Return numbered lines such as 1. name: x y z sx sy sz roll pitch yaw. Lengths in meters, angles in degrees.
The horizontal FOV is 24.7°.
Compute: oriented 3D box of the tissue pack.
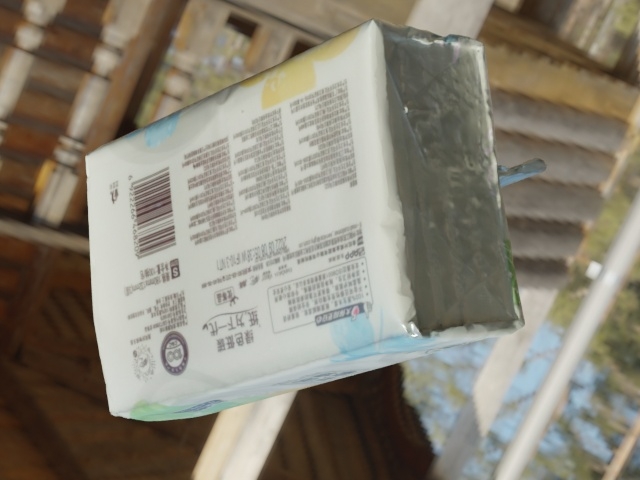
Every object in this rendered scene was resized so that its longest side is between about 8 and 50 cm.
1. tissue pack: 0.000 0.000 0.781 0.145 0.159 0.229 6 161 -44
